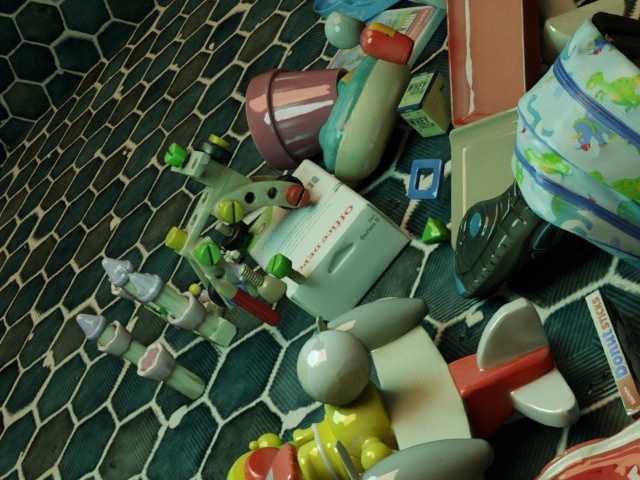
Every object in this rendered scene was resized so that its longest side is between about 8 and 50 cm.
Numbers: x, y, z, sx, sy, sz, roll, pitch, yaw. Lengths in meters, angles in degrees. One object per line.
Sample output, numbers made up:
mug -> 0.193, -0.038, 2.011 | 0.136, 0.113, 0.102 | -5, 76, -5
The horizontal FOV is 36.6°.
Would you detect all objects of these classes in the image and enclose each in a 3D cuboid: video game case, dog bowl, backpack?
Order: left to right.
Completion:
dog bowl -> 0.123, -0.556, 2.099 | 0.297, 0.074, 0.166 | -23, 32, 29
video game case -> 0.121, -0.395, 2.005 | 0.204, 0.025, 0.285 | -57, 30, -11
backpack -> 0.370, -0.080, 0.980 | 0.273, 0.355, 0.290 | -40, 32, 25

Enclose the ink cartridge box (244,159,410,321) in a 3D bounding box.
ink cartridge box -> 0.000, 0.000, 1.642 | 0.198, 0.114, 0.273 | -51, 29, 2

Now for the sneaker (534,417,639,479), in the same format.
sneaker -> 0.305, 0.263, 0.964 | 0.221, 0.087, 0.128 | -42, 30, 18

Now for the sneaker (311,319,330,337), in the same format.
sneaker -> 0.009, 0.199, 1.485 | 0.075, 0.057, 0.161 | -54, 26, 30

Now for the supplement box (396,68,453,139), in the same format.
supplement box -> 0.190, -0.234, 1.670 | 0.056, 0.083, 0.083 | -5, 53, 52

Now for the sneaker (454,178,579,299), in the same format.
sneaker -> 0.283, -0.020, 1.251 | 0.341, 0.139, 0.125 | 124, 151, -52

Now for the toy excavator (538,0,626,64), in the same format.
toy excavator -> 0.372, -0.528, 1.547 | 0.445, 0.433, 0.222 | -47, -17, -15

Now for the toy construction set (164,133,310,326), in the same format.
toy construction set -> -0.166, -0.023, 1.542 | 0.257, 0.237, 0.309 | -46, 31, 16

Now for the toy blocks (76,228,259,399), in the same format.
toy blocks -> -0.307, 0.089, 1.820 | 0.288, 0.260, 0.309 | 11, 66, 58

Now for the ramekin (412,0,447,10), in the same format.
ramekin -> 0.241, -0.560, 1.783 | 0.277, 0.277, 0.135 | -48, 37, 5

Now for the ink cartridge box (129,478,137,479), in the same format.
ink cartridge box -> -0.250, 0.504, 1.424 | 0.201, 0.117, 0.278 | -56, 29, -9

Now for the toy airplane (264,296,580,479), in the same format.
toy airplane -> 0.098, 0.191, 1.131 | 0.386, 0.272, 0.384 | -17, 35, 53

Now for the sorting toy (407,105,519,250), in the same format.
sorting toy -> 0.270, -0.087, 1.407 | 0.347, 0.047, 0.196 | -17, 68, 45

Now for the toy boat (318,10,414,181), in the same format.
toy boat -> 0.071, -0.270, 1.684 | 0.318, 0.148, 0.268 | 97, -163, -60

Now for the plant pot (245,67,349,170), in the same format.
plant pot -> -0.020, -0.251, 1.890 | 0.180, 0.201, 0.201 | -13, 45, 26

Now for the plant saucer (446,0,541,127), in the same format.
plant saucer -> 0.273, -0.304, 1.514 | 0.259, 0.047, 0.259 | -154, 59, -72

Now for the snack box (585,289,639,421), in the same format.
snack box -> 0.340, 0.135, 1.075 | 0.022, 0.064, 0.178 | -36, 33, 24

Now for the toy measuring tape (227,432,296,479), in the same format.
toy measuring tape -> -0.065, 0.382, 1.301 | 0.121, 0.121, 0.330 | -42, 31, 16
